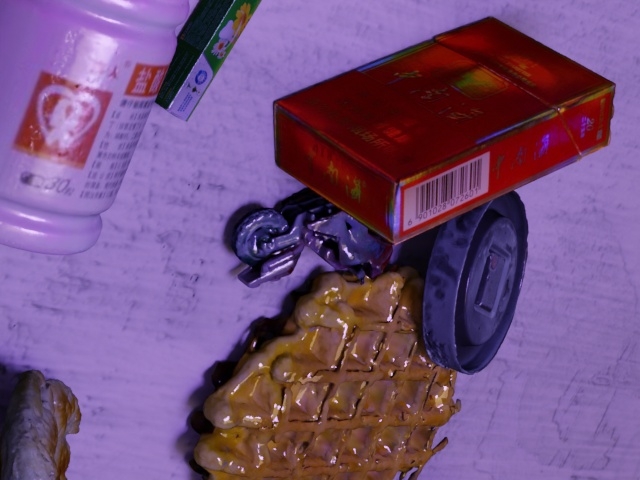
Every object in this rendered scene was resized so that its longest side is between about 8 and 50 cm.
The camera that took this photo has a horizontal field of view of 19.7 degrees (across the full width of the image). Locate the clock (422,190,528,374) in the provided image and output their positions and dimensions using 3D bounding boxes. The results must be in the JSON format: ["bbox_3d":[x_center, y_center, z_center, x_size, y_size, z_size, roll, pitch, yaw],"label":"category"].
[{"bbox_3d":[0.181,0.044,2.159,0.226,0.049,0.226,-43,139,-53],"label":"clock"}]

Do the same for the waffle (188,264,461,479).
[{"bbox_3d":[0.019,0.209,2.151,0.380,0.095,0.382,-43,140,-17],"label":"waffle"}]

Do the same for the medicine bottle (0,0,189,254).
[{"bbox_3d":[-0.230,-0.167,1.573,0.202,0.202,0.315,8,110,-46],"label":"medicine bottle"}]

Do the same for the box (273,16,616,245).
[{"bbox_3d":[0.133,-0.124,1.950,0.313,0.197,0.089,-24,130,-32],"label":"box"}]

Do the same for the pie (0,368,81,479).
[{"bbox_3d":[-0.278,0.272,1.793,0.067,0.302,0.302,4,119,-3],"label":"pie"}]

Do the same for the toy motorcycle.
[{"bbox_3d":[0.000,0.000,1.998,0.213,0.082,0.122,-17,116,-25],"label":"toy motorcycle"}]

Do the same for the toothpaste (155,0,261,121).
[{"bbox_3d":[-0.105,-0.203,1.790,0.037,0.043,0.178,27,95,-52],"label":"toothpaste"}]
